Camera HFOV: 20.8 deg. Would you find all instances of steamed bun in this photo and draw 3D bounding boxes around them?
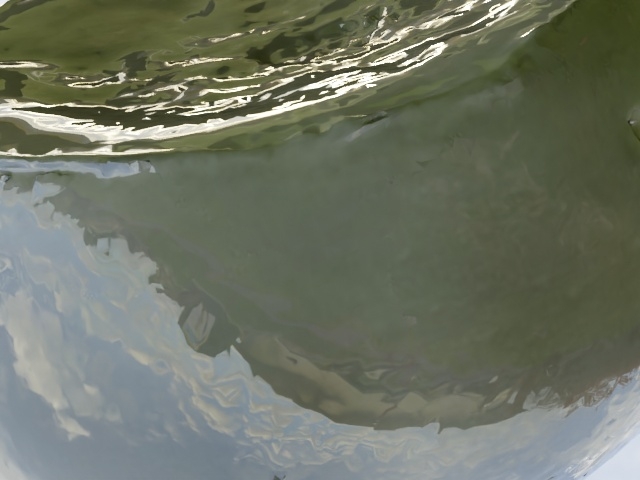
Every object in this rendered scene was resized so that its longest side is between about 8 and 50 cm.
[{"bbox_3d":[0.000,0.000,0.669,0.324,0.206,0.324,-12,-155,5],"label":"steamed bun"}]
